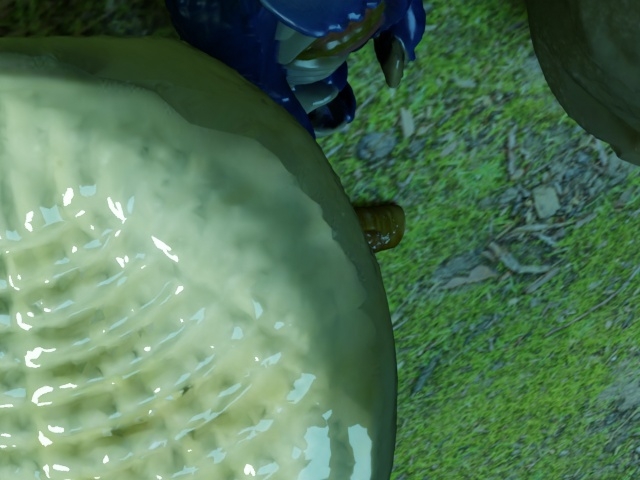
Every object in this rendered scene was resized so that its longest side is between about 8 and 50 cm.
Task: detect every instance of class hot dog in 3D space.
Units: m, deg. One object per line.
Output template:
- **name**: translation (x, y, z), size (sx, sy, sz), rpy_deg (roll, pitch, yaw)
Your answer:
- **hot dog**: translation (0.001, 0.000, 1.048), size (0.137, 0.028, 0.044), rpy_deg (-10, 134, -32)

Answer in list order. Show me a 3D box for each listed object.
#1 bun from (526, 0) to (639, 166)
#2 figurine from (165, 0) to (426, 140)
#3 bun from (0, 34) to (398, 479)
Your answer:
- **bun**: translation (0.256, -0.128, 0.898), size (0.281, 0.205, 0.281), rpy_deg (-11, 146, -7)
- **figurine**: translation (-0.015, -0.117, 0.800), size (0.262, 0.120, 0.164), rpy_deg (99, 16, -60)
- **bun**: translation (-0.146, 0.063, 0.744), size (0.364, 0.364, 0.202), rpy_deg (-38, -174, 7)
